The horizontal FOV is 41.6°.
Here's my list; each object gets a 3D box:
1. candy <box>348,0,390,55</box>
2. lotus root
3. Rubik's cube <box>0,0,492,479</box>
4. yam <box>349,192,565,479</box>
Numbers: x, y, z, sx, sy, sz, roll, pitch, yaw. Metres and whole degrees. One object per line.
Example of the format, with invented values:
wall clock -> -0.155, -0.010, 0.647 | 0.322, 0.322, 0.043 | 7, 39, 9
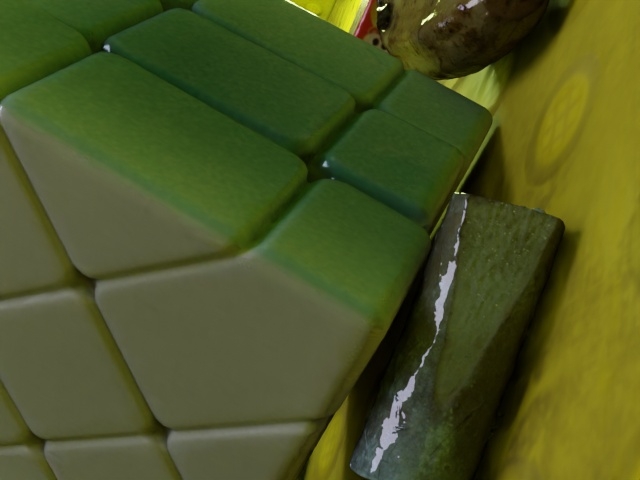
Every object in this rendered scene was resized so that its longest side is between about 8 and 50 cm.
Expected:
candy -> 0.082, -0.281, 1.192 | 0.146, 0.088, 0.276 | -80, 14, -61
lotus root -> 0.116, -0.185, 0.685 | 0.258, 0.097, 0.110 | -142, 66, -74
Rubik's cube -> -0.104, 0.008, 0.625 | 0.319, 0.322, 0.316 | -64, -5, 35
yam -> 0.073, 0.059, 0.446 | 0.068, 0.068, 0.169 | -155, 85, -82
